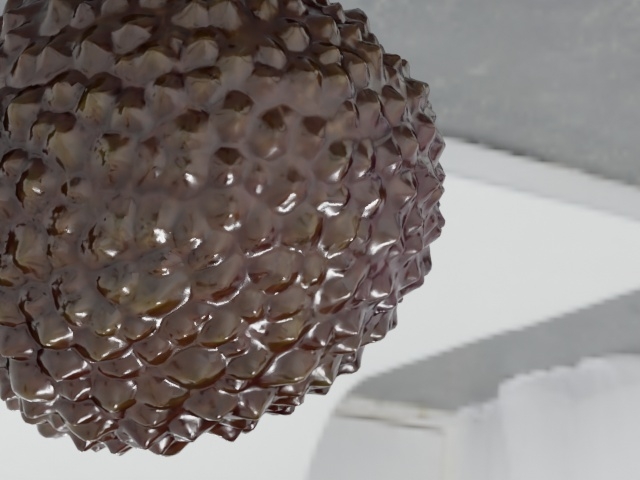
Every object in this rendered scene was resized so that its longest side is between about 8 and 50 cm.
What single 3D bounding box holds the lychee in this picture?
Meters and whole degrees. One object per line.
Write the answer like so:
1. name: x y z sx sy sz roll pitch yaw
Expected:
1. lychee: -0.079 -0.028 0.966 0.306 0.330 0.306 30 157 14
